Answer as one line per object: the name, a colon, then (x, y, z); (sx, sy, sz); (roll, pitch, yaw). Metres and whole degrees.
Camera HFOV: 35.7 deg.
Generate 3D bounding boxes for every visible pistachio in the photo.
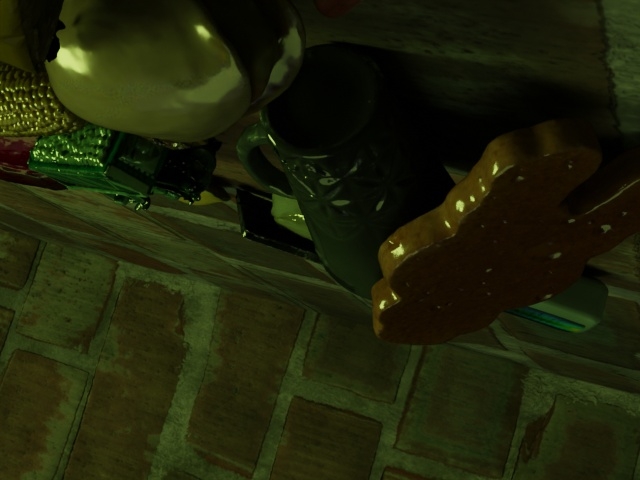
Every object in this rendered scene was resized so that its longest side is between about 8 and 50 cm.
pistachio: (-0.109, -0.134, 0.700); (0.215, 0.144, 0.144); (11, 169, 41)

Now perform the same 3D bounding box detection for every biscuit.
biscuit: (0.157, 0.003, 0.866); (0.202, 0.047, 0.334); (7, 146, -27)

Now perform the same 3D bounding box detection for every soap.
soap: (-0.184, -0.075, 1.479); (0.089, 0.033, 0.168); (21, 170, -33)

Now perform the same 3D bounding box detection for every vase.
vase: (0.028, -0.060, 0.900); (0.251, 0.156, 0.301); (17, 165, 20)

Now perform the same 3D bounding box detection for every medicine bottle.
medicine bottle: (0.252, 0.055, 1.318); (0.229, 0.083, 0.121); (17, 173, -10)

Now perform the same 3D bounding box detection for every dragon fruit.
dragon fruit: (-0.404, -0.133, 1.361); (0.282, 0.100, 0.343); (5, 167, 34)

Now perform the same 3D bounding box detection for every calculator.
calculator: (0.000, 0.000, 1.421); (0.261, 0.021, 0.161); (20, -160, -15)

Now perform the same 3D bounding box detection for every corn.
corn: (-0.358, -0.161, 1.123); (0.260, 0.091, 0.091); (8, 169, 35)

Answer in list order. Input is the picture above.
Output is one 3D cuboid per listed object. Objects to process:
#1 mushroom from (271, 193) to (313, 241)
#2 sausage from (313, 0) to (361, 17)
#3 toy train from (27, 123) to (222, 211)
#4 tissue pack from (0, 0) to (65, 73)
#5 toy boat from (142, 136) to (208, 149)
mushroom: (0.073, -0.011, 1.267); (0.312, 0.081, 0.100); (12, 162, 36)
sausage: (0.038, -0.167, 0.573); (0.029, 0.029, 0.223); (20, 170, -16)
toy train: (-0.228, -0.105, 1.172); (0.154, 0.115, 0.269); (30, 168, -36)
tissue pack: (-0.271, -0.209, 0.550); (0.271, 0.134, 0.192); (18, 170, -8)
toy boat: (-0.127, -0.128, 0.944); (0.057, 0.077, 0.200); (23, 169, -27)
